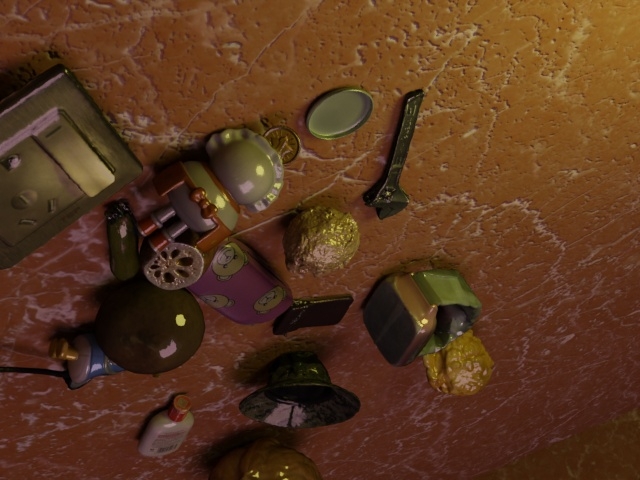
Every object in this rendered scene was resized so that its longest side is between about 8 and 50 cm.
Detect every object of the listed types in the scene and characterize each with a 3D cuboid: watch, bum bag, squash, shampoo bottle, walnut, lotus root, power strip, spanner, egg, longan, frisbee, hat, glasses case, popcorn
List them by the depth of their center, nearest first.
[{"bbox_3d":[-0.391,-0.101,1.273,0.251,0.092,0.257,-31,149,-2],"label":"power strip"},{"bbox_3d":[0.029,-0.195,1.468,0.110,0.014,0.110,-16,148,-10],"label":"frisbee"},{"bbox_3d":[-0.315,0.006,1.534,0.052,0.052,0.183,-11,145,-18],"label":"squash"},{"bbox_3d":[-0.225,0.019,1.535,0.112,0.081,0.122,31,119,-20],"label":"lotus root"},{"bbox_3d":[0.131,-0.134,1.619,0.093,0.026,0.325,-12,147,-18],"label":"spanner"},{"bbox_3d":[0.000,0.000,1.658,0.140,0.118,0.116,-17,167,8],"label":"egg"},{"bbox_3d":[-0.295,0.148,1.660,0.187,0.167,0.167,-4,145,-22],"label":"longan"},{"bbox_3d":[-0.151,0.075,1.719,0.123,0.076,0.316,-26,149,10],"label":"glasses case"},{"bbox_3d":[-0.013,0.155,1.984,0.159,0.026,0.109,-4,145,-28],"label":"bum bag"},{"bbox_3d":[0.234,0.159,2.036,0.241,0.161,0.253,-12,150,-30],"label":"watch"},{"bbox_3d":[-0.049,0.317,2.119,0.266,0.128,0.265,-4,146,-2],"label":"hat"},{"bbox_3d":[-0.340,0.419,2.166,0.108,0.051,0.221,-2,144,-29],"label":"shampoo bottle"},{"bbox_3d":[0.326,0.293,2.302,0.180,0.170,0.180,-38,140,-42],"label":"popcorn"},{"bbox_3d":[-0.143,0.652,2.442,0.306,0.306,0.344,-23,143,2],"label":"walnut"}]

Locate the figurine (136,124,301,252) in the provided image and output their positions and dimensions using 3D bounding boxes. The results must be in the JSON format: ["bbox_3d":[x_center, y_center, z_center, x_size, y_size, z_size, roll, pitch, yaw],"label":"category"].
[{"bbox_3d":[-0.150,-0.078,1.426,0.271,0.143,0.143,-31,149,18],"label":"figurine"}]

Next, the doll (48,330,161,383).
[{"bbox_3d":[-0.374,0.211,1.772,0.241,0.098,0.135,-2,145,-35],"label":"doll"}]

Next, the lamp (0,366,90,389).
[{"bbox_3d":[-0.556,0.211,1.714,0.371,0.108,0.130,-4,136,-54],"label":"lamp"}]
